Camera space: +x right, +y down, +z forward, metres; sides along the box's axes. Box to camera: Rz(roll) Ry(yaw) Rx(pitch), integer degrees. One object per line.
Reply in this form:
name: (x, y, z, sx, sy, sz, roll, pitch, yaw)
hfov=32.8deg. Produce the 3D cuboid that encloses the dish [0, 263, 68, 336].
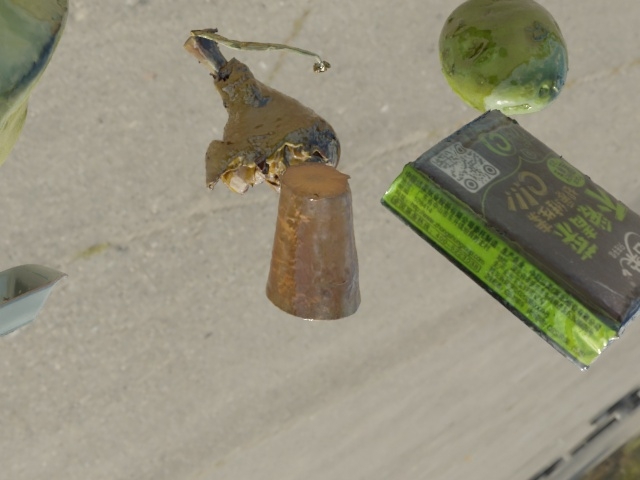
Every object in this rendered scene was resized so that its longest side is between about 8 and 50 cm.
dish: (-0.516, 0.107, 1.751, 0.234, 0.154, 0.064, -27, 114, -33)

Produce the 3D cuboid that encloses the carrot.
carrot: (0.000, 0.000, 2.062, 0.196, 0.196, 0.254, -21, 127, -44)

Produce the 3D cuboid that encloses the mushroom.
mushroom: (-0.078, -0.276, 1.563, 0.286, 0.025, 0.028, 6, 99, -51)

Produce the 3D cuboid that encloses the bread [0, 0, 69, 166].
bread: (-0.403, -0.173, 1.078, 0.321, 0.237, 0.320, -56, -171, 13)

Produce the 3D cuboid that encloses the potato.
potato: (0.271, -0.275, 1.618, 0.186, 0.253, 0.149, -15, 126, 18)

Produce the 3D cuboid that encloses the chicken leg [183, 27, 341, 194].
chicken leg: (-0.158, -0.241, 2.246, 0.295, 0.409, 0.182, -42, -167, -15)

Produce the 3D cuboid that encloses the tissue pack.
tissue pack: (0.195, -0.010, 0.984, 0.173, 0.235, 0.073, -34, 159, -46)
